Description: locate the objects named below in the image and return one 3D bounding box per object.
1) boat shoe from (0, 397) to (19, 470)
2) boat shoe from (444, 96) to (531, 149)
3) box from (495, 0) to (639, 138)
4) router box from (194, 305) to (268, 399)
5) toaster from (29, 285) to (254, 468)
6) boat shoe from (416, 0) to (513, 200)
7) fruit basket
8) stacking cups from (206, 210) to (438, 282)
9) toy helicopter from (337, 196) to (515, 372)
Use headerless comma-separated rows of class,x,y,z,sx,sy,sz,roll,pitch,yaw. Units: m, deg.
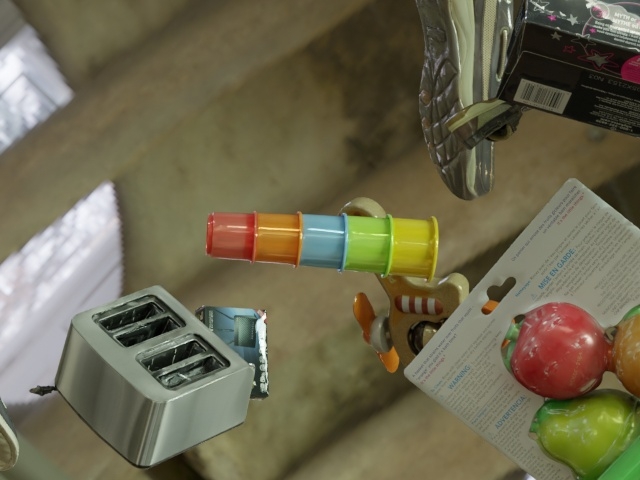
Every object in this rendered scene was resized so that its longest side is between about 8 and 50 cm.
boat shoe,-0.304,0.139,1.291,0.075,0.065,0.206,5,-34,4
boat shoe,0.199,-0.135,1.661,0.056,0.152,0.049,-31,-97,47
box,0.332,-0.213,1.563,0.247,0.142,0.163,16,-26,3
router box,-0.118,0.150,1.946,0.092,0.122,0.038,4,-16,-26
toaster,-0.190,0.150,1.610,0.168,0.185,0.110,38,-52,29
boat shoe,0.201,-0.221,1.804,0.132,0.130,0.355,-133,-145,-62
fruit basket,0.331,0.150,1.721,0.353,0.327,0.165,40,21,6
stacking cups,0.000,0.000,2.022,0.316,0.096,0.096,5,-14,-4
toy helicopter,0.132,0.091,2.367,0.235,0.140,0.355,-29,-82,39
